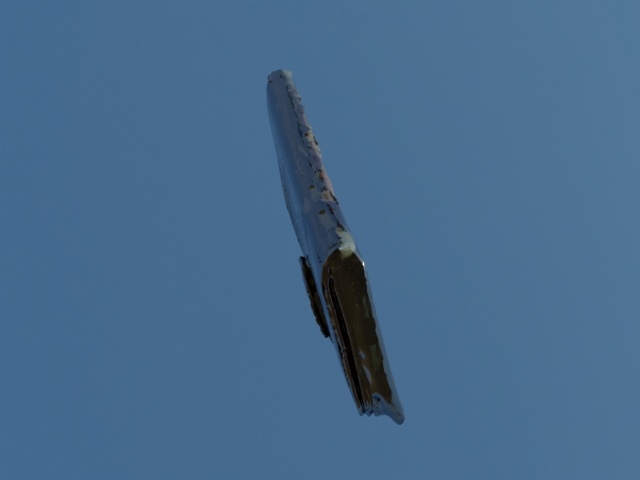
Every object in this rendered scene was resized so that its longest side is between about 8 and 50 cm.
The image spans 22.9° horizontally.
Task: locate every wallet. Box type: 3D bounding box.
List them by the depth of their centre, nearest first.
[{"bbox_3d":[0.000,0.000,0.918,0.031,0.232,0.122,-15,-58,-4],"label":"wallet"}]
